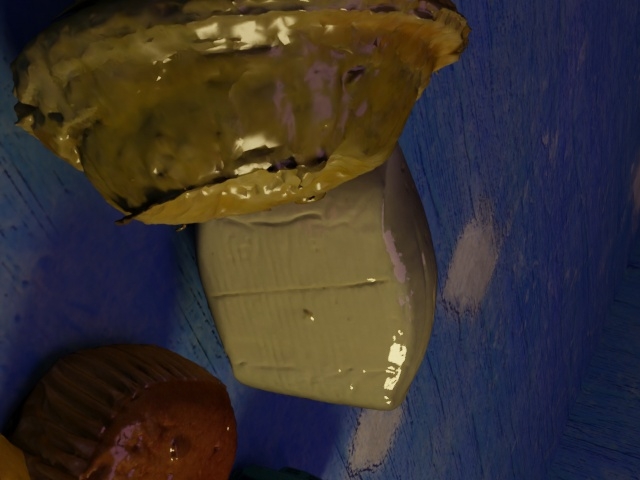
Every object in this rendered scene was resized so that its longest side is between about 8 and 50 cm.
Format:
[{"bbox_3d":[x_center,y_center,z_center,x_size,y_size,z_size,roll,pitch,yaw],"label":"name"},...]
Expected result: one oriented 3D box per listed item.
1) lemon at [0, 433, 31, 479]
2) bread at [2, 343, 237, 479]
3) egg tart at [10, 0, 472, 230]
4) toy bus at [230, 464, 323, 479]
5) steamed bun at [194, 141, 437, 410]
[{"bbox_3d":[-0.230,0.146,0.533,0.114,0.114,0.155,-63,143,-24],"label":"lemon"},{"bbox_3d":[-0.146,0.173,0.716,0.199,0.104,0.199,-40,138,-48],"label":"bread"},{"bbox_3d":[-0.043,-0.079,0.587,0.290,0.290,0.115,-3,82,-62],"label":"egg tart"},{"bbox_3d":[-0.023,0.342,1.010,0.147,0.128,0.256,-65,154,-24],"label":"toy bus"},{"bbox_3d":[0.006,0.017,0.827,0.155,0.200,0.250,-59,146,-56],"label":"steamed bun"}]
